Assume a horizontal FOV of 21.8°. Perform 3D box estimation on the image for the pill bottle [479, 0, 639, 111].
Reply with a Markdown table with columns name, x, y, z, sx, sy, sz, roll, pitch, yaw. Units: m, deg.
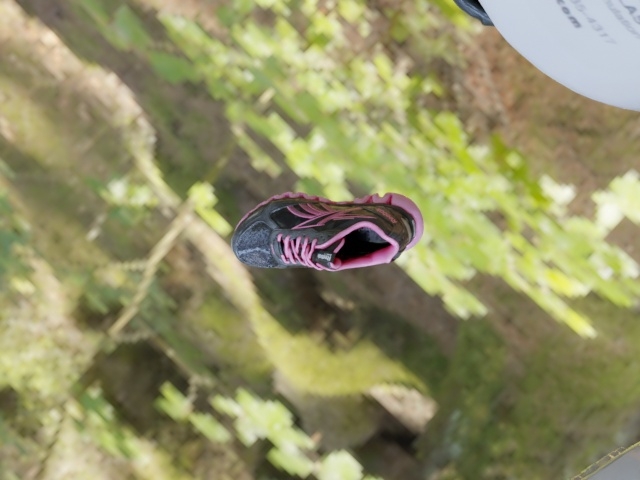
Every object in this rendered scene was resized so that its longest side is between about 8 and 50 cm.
| name | x | y | z | sx | sy | sz | roll | pitch | yaw |
| --- | --- | --- | --- | --- | --- | --- | --- | --- | --- |
| pill bottle | 0.136 | -0.100 | 0.344 | 0.131 | 0.131 | 0.229 | 48 | 158 | -20 |

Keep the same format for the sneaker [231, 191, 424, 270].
| name | x | y | z | sx | sy | sz | roll | pitch | yaw |
| --- | --- | --- | --- | --- | --- | --- | --- | --- | --- |
| sneaker | 0.000 | 0.000 | 0.994 | 0.057 | 0.119 | 0.047 | -64 | -36 | -61 |

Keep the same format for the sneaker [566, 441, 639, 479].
| name | x | y | z | sx | sy | sz | roll | pitch | yaw |
| --- | --- | --- | --- | --- | --- | --- | --- | --- | --- |
| sneaker | 0.002 | 0.182 | 0.456 | 0.127 | 0.321 | 0.126 | 59 | 161 | 10 |

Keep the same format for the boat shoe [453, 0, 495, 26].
| name | x | y | z | sx | sy | sz | roll | pitch | yaw |
| --- | --- | --- | --- | --- | --- | --- | --- | --- | --- |
| boat shoe | 0.072 | -0.225 | 0.658 | 0.127 | 0.113 | 0.340 | 8 | 141 | 5 |
